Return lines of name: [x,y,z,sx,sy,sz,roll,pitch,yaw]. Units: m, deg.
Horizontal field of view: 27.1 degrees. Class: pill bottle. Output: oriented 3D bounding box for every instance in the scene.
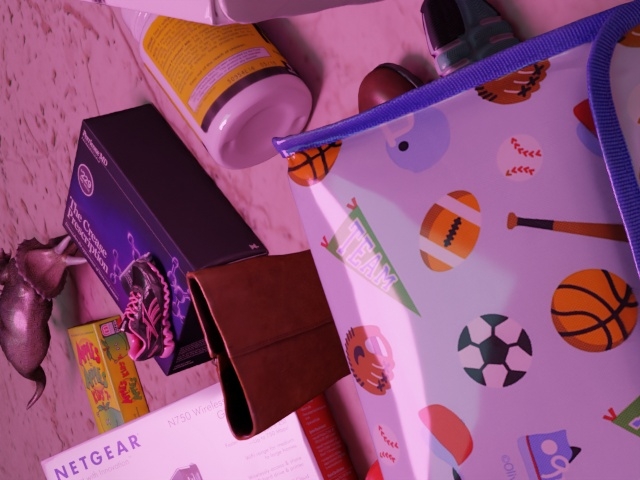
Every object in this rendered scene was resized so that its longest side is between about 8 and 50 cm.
pill bottle: [-0.110,-0.183,1.343,0.208,0.119,0.119,53,142,25]

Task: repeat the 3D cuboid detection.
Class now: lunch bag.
lunch bag: [0.205,0.017,0.874,0.385,0.239,0.328,-17,90,24]

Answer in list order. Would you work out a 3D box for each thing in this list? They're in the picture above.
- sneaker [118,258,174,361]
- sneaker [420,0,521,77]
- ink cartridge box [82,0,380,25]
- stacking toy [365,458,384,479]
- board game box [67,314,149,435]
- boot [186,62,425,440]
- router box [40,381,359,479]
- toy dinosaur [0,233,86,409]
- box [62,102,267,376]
sneaker: [-0.198,0.080,1.468,0.047,0.057,0.119,14,116,52]
sneaker: [0.134,-0.096,1.080,0.224,0.083,0.098,61,149,13]
ink cartridge box: [-0.086,-0.296,1.109,0.395,0.285,0.166,20,121,48]
stacking toy: [0.101,0.365,1.299,0.141,0.141,0.330,3,103,54]
board game box: [-0.288,0.199,1.834,0.092,0.043,0.181,-14,94,56]
boot: [0.000,0.000,1.129,0.096,0.280,0.264,6,110,53]
router box: [-0.113,0.321,1.470,0.335,0.082,0.301,-26,83,23]
toy dinosaur: [-0.412,0.102,1.845,0.160,0.121,0.314,-121,48,-67]
box: [-0.190,-0.003,1.557,0.261,0.103,0.184,50,138,28]
